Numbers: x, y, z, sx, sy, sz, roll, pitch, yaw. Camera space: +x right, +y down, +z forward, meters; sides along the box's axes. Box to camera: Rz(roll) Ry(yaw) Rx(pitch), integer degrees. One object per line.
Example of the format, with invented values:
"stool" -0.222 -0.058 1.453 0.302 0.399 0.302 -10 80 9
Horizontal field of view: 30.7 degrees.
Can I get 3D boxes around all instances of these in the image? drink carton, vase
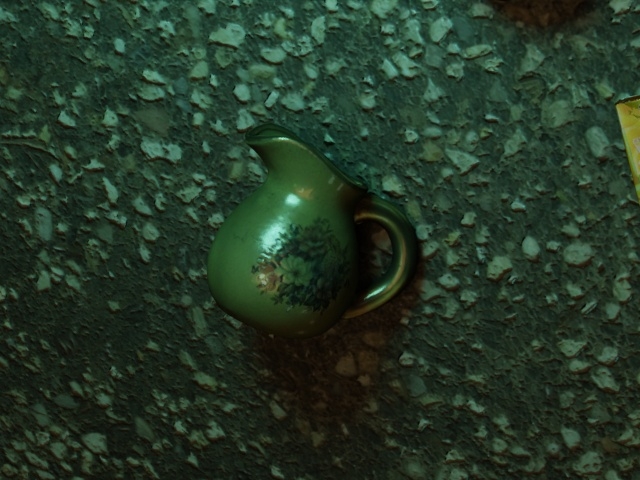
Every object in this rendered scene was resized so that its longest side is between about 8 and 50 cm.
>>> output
"drink carton" 0.502 -0.106 1.693 0.096 0.071 0.223 -13 99 24
"vase" 0.000 0.000 1.853 0.329 0.241 0.302 16 98 -14
